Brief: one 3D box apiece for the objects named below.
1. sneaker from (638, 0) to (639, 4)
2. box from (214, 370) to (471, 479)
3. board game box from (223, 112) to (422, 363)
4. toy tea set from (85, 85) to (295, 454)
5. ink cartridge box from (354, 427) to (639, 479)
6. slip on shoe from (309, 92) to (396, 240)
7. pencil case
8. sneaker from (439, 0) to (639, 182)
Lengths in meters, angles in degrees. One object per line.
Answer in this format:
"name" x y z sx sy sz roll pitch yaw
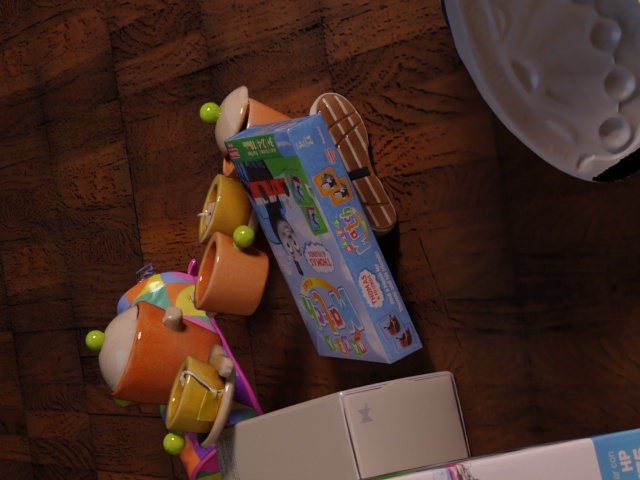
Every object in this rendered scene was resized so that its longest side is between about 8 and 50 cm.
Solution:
"sneaker" 0.229 -0.109 1.162 0.208 0.094 0.081 59 149 17
"box" 0.013 0.182 1.682 0.275 0.113 0.094 -25 76 63
"board game box" 0.000 0.000 1.656 0.211 0.039 0.160 65 160 -9
"toy tea set" -0.123 0.020 1.794 0.200 0.124 0.336 -173 99 -76
"ink cartridge box" 0.101 0.247 1.314 0.198 0.270 0.197 146 114 -75
"slip on shoe" 0.022 -0.059 1.663 0.135 0.051 0.041 65 147 14
"pencil case" -0.125 0.134 1.951 0.236 0.104 0.104 64 148 31
"sneaker" 0.131 -0.202 1.368 0.323 0.130 0.236 54 -169 -8
